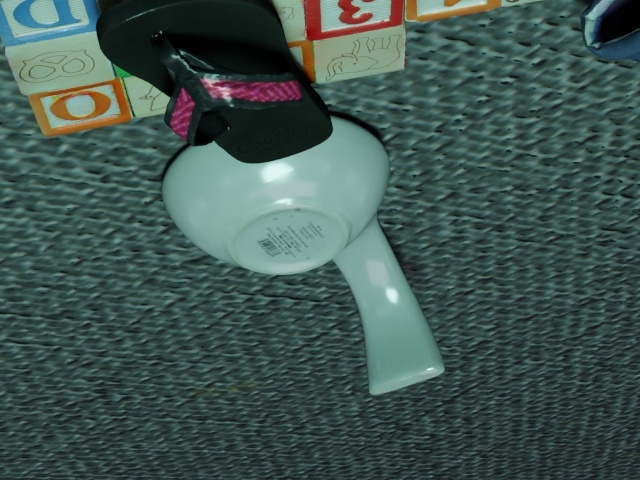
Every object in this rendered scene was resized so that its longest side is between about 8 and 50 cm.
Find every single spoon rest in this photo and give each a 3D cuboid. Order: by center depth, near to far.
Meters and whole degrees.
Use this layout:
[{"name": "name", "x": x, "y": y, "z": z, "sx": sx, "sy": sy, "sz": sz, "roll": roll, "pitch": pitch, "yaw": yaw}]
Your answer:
[{"name": "spoon rest", "x": 0.000, "y": 0.000, "z": 1.155, "sx": 0.137, "sy": 0.084, "sz": 0.276, "roll": -19, "pitch": 143, "yaw": 14}]

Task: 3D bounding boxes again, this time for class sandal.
[{"name": "sandal", "x": -0.036, "y": -0.061, "z": 0.784, "sx": 0.067, "sy": 0.040, "sz": 0.179, "roll": -18, "pitch": 157, "yaw": 15}]

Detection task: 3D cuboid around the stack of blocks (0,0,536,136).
[{"name": "stack of blocks", "x": 0.007, "y": -0.144, "z": 0.778, "sx": 0.297, "sy": 0.087, "sz": 0.171, "roll": -11, "pitch": 158, "yaw": -2}]

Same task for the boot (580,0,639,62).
[{"name": "boot", "x": 0.221, "y": -0.134, "z": 0.928, "sx": 0.086, "sy": 0.069, "sz": 0.190, "roll": 2, "pitch": 156, "yaw": -35}]
